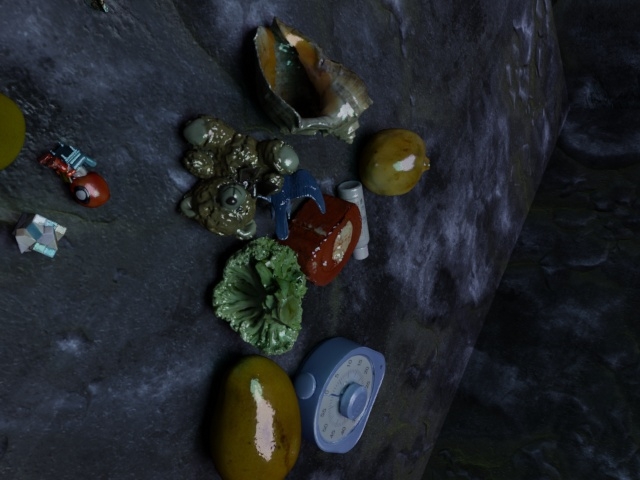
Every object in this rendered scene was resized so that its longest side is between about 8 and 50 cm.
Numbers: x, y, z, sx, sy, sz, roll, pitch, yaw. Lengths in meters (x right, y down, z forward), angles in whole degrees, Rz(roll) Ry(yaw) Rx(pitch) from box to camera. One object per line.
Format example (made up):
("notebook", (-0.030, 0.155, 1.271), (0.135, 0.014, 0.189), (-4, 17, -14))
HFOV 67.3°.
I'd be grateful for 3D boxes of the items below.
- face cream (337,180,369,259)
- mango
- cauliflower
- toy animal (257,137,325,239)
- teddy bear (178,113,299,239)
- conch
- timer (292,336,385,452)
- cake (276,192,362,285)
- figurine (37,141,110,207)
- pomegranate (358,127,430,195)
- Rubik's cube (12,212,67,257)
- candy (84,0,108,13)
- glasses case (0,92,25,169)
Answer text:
("face cream", (0.113, -0.060, 1.577), (0.082, 0.082, 0.268), (-36, 127, -37))
("mango", (-0.176, 0.490, 1.308), (0.264, 0.221, 0.377), (-12, 102, -44))
("cauliflower", (-0.125, 0.138, 1.221), (0.275, 0.250, 0.272), (38, 76, -26))
("toy animal", (-0.113, -0.130, 1.245), (0.240, 0.255, 0.176), (-8, 141, -8))
("teddy bear", (-0.211, -0.134, 1.122), (0.267, 0.156, 0.255), (20, 84, -11))
("conch", (-0.052, -0.366, 1.209), (0.352, 0.210, 0.297), (41, 42, -1))
("timer", (0.055, 0.516, 1.617), (0.395, 0.174, 0.394), (-19, 117, -44))
("cake", (0.000, 0.000, 1.416), (0.282, 0.151, 0.176), (-53, 149, -25))
("figurine", (-0.455, -0.119, 0.913), (0.075, 0.068, 0.140), (-56, 143, -26))
("pomegranate", (0.232, -0.258, 1.553), (0.233, 0.233, 0.232), (-18, 115, -45))
("Rubik's cube", (-0.512, -0.005, 0.869), (0.075, 0.084, 0.073), (31, 73, -32))
("candy", (-0.409, -0.504, 0.856), (0.047, 0.053, 0.181), (-11, 110, -34))
("glasses case", (-0.611, -0.191, 0.648), (0.371, 0.141, 0.173), (26, 82, -49))
